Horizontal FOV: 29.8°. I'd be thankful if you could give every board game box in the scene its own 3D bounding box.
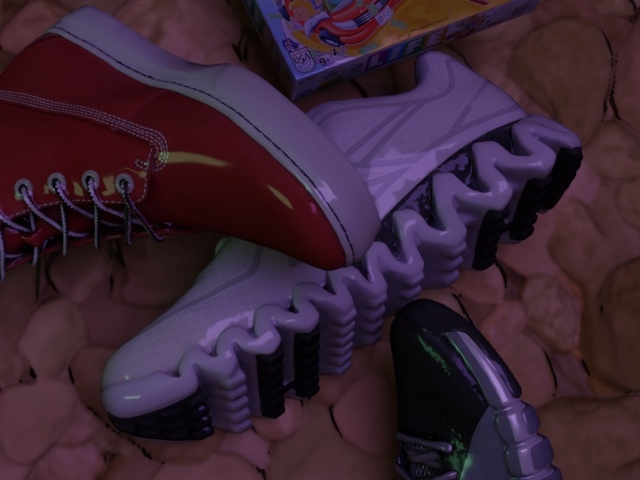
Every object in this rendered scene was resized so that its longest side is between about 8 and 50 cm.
[{"bbox_3d":[0.033,-0.151,0.668,0.154,0.026,0.103,-23,74,-14],"label":"board game box"}]

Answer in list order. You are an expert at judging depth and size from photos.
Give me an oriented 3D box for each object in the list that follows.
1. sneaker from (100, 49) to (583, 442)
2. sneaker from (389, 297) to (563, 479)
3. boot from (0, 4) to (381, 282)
[{"bbox_3d":[0.000,0.000,0.637,0.292,0.110,0.118,-33,70,-23],"label":"sneaker"},{"bbox_3d":[0.055,0.153,0.600,0.132,0.086,0.229,-26,97,-16],"label":"sneaker"},{"bbox_3d":[-0.104,-0.009,0.552,0.244,0.088,0.176,27,61,40],"label":"boot"}]
